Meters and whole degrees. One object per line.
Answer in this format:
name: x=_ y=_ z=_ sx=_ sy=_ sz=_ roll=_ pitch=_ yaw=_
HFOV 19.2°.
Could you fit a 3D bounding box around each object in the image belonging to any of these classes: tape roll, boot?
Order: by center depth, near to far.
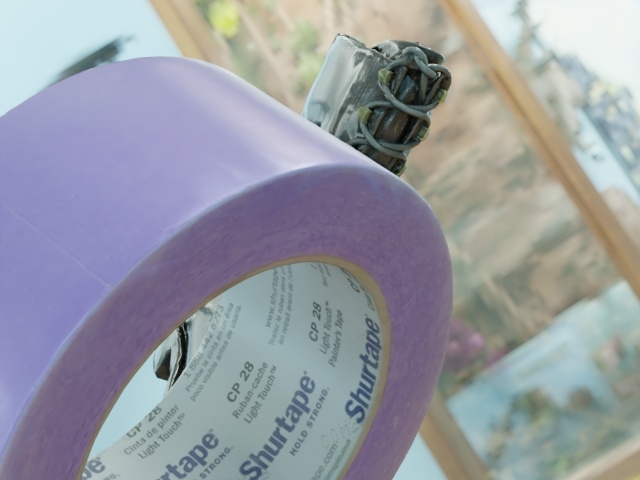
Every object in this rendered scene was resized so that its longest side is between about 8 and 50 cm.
tape roll: x=-0.051 y=0.043 z=0.593 sx=0.189 sy=0.080 sz=0.189 roll=-30 pitch=-42 yaw=-31
boot: x=0.000 y=0.000 z=0.983 sx=0.229 sy=0.091 sz=0.263 roll=-62 pitch=23 yaw=8
